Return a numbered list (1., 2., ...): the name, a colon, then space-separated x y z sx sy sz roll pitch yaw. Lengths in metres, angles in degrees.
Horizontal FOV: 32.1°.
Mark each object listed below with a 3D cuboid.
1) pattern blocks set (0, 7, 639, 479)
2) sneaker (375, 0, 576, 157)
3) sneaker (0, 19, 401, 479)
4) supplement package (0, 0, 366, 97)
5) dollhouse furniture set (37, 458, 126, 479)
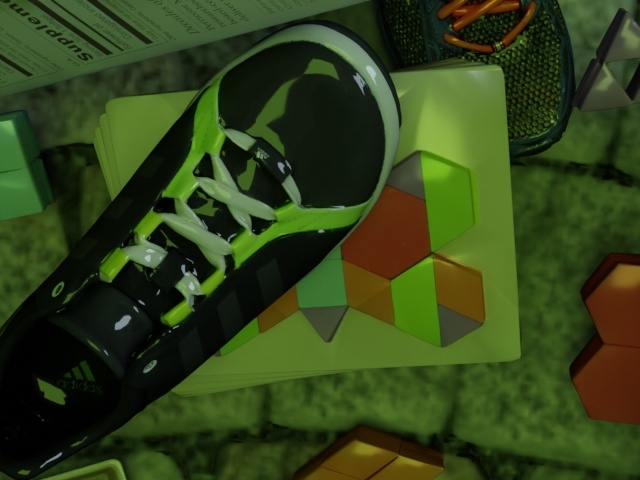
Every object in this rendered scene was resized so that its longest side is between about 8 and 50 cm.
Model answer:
1. pattern blocks set: 0.000 0.000 0.485 0.324 0.026 0.285 -19 108 14
2. sneaker: 0.051 -0.138 0.476 0.083 0.087 0.221 -23 94 6
3. sneaker: -0.056 0.019 0.432 0.084 0.097 0.235 40 112 -9
4. supplement package: -0.095 -0.151 0.389 0.244 0.134 0.139 -7 62 34
5. dollhouse furniture set: -0.153 0.118 0.515 0.114 0.081 0.091 -16 95 4
